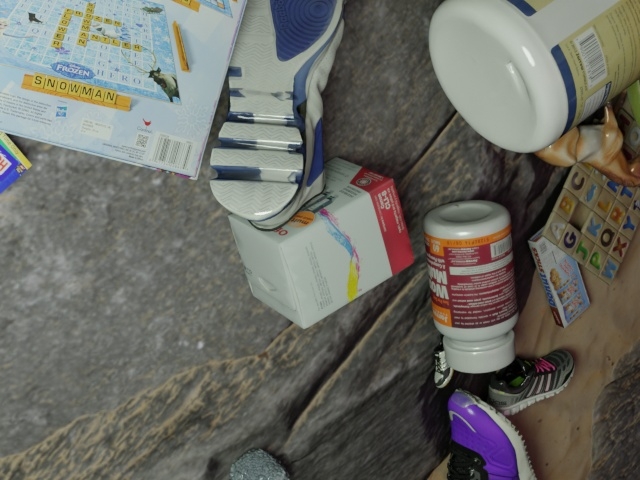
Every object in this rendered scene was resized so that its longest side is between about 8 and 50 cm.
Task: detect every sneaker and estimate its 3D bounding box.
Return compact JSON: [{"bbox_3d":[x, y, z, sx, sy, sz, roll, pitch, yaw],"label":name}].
[{"bbox_3d":[0.240,0.360,1.763,0.146,0.102,0.293,-39,126,-17],"label":"sneaker"},{"bbox_3d":[-0.051,-0.147,1.355,0.182,0.127,0.315,80,21,-71],"label":"sneaker"},{"bbox_3d":[0.325,0.206,1.791,0.170,0.063,0.074,-26,127,-20],"label":"sneaker"},{"bbox_3d":[0.177,0.173,1.697,0.037,0.032,0.083,18,86,-33],"label":"sneaker"}]

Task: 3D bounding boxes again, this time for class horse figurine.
[{"bbox_3d":[0.378,-0.165,1.681,0.263,0.066,0.174,-2,102,-31],"label":"horse figurine"}]

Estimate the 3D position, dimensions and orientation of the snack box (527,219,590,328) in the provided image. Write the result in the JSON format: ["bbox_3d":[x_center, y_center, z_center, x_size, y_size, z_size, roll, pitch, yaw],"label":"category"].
[{"bbox_3d":[0.370,0.051,1.792,0.064,0.022,0.178,-39,125,-21],"label":"snack box"}]

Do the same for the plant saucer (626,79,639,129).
[{"bbox_3d":[0.514,-0.235,1.732,0.241,0.037,0.241,9,78,-48],"label":"plant saucer"}]

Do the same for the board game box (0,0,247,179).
[{"bbox_3d":[-0.229,-0.250,1.179,0.319,0.066,0.318,14,96,-38],"label":"board game box"}]

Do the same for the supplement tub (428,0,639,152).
[{"bbox_3d":[0.323,-0.282,1.500,0.316,0.228,0.228,-35,124,-20],"label":"supplement tub"}]

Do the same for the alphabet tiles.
[{"bbox_3d":[0.445,-0.073,1.792,0.198,0.009,0.237,31,82,-39],"label":"alphabet tiles"}]

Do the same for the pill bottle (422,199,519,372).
[{"bbox_3d":[0.212,0.064,1.610,0.121,0.121,0.221,-20,113,-29],"label":"pill bottle"}]

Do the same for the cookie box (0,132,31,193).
[{"bbox_3d":[-0.370,-0.078,1.198,0.107,0.040,0.092,-45,125,-14],"label":"cookie box"}]

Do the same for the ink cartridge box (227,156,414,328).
[{"bbox_3d":[0.000,0.000,1.437,0.176,0.128,0.127,-31,122,-24],"label":"ink cartridge box"}]

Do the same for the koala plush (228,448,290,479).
[{"bbox_3d":[-0.065,0.424,1.491,0.196,0.221,0.203,-35,124,-21],"label":"koala plush"}]
